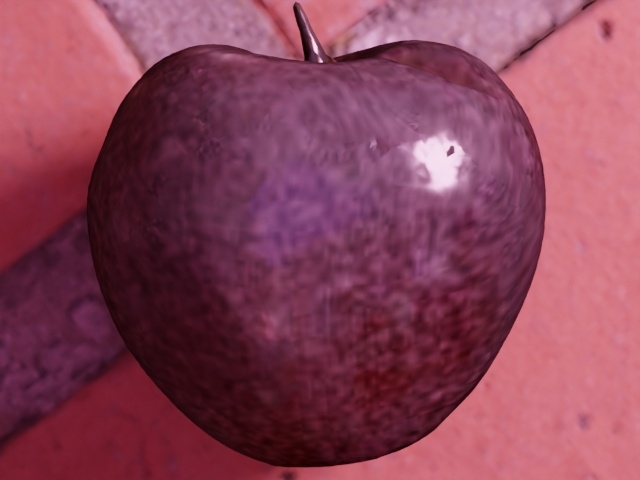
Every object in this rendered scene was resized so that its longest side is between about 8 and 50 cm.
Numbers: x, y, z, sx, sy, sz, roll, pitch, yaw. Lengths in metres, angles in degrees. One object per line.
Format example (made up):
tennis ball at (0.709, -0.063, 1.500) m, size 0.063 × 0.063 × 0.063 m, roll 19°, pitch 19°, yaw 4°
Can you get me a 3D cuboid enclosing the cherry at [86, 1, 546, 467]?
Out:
cherry at (-0.004, 0.002, 0.599) m, size 0.176 × 0.140 × 0.176 m, roll -2°, pitch 102°, yaw -11°
